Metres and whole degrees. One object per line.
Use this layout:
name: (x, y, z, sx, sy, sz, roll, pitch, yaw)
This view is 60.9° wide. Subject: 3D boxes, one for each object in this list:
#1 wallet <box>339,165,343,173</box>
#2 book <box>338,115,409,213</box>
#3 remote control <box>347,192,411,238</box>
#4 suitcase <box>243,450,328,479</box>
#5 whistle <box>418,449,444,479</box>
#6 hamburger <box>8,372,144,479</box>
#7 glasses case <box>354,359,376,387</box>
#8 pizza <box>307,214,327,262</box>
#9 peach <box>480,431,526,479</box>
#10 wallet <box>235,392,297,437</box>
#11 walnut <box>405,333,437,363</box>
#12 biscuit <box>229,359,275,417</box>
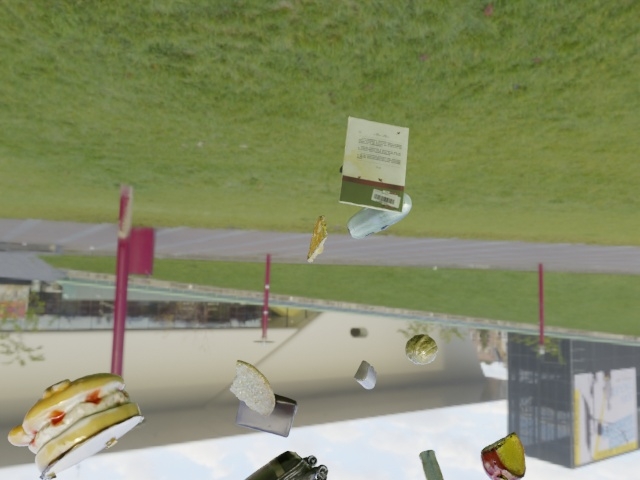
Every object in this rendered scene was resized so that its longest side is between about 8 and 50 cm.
wallet: (0.191, -0.220, 2.137, 0.149, 0.044, 0.250, 35, -173, 41)
book: (0.164, -0.231, 1.652, 0.201, 0.290, 0.026, 10, 163, -6)
remote control: (0.189, -0.079, 1.791, 0.256, 0.098, 0.045, -32, 171, 35)
suitcase: (-0.170, 0.800, 1.621, 0.433, 0.194, 0.283, -33, 173, -16)
whistle: (0.358, 0.776, 1.595, 0.057, 0.327, 0.068, -25, 131, 11)
hamburger: (-0.624, 0.459, 1.384, 0.302, 0.186, 0.261, -42, 164, 13)
glasses case: (0.162, 0.473, 1.910, 0.042, 0.072, 0.191, 16, 162, 21)
pizza: (0.000, 0.000, 1.310, 0.026, 0.123, 0.108, 14, -177, -14)
peach: (0.531, 0.637, 1.597, 0.092, 0.127, 0.172, -49, 177, 32)
wallet: (-0.214, 0.677, 2.157, 0.229, 0.182, 0.049, 16, -166, 5)
walnut: (0.269, 0.291, 1.455, 0.092, 0.092, 0.092, 2, 174, 0)
biscuit: (-0.259, 0.559, 2.055, 0.188, 0.266, 0.040, -6, -156, 30)
